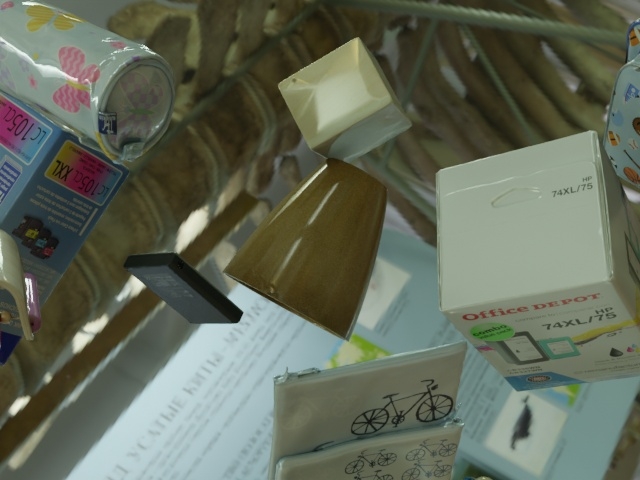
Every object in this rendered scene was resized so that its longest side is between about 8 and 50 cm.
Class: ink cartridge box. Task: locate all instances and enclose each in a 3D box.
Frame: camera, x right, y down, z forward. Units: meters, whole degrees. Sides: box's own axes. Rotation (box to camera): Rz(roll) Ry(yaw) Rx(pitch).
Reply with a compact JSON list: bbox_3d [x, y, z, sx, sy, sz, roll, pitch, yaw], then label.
[{"bbox_3d":[0.282,0.037,1.097,0.270,0.198,0.197,43,-138,-47],"label":"ink cartridge box"},{"bbox_3d":[-0.489,-0.011,1.275,0.395,0.270,0.151,-58,-36,0],"label":"ink cartridge box"}]

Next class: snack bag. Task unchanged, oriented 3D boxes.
[{"bbox_3d":[0.076,0.305,1.376,0.323,0.037,0.342,-8,-54,-19],"label":"snack bag"}]

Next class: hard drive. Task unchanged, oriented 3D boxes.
[{"bbox_3d":[-0.173,0.063,1.142,0.135,0.094,0.022,47,-126,-36],"label":"hard drive"}]

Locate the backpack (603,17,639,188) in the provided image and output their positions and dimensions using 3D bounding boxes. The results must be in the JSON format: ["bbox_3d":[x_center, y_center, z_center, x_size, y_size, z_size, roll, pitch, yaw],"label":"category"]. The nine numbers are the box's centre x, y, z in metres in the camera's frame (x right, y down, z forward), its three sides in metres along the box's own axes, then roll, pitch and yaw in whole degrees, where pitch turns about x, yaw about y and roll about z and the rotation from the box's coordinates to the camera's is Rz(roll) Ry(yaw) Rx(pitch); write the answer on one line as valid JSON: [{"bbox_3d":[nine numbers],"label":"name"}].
[{"bbox_3d":[0.503,-0.160,1.139,0.213,0.263,0.276,-45,-32,-21],"label":"backpack"}]

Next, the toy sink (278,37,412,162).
[{"bbox_3d":[0.046,-0.229,1.514,0.153,0.131,0.234,-29,-9,12],"label":"toy sink"}]

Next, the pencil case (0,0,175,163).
[{"bbox_3d":[-0.284,-0.186,0.978,0.113,0.273,0.124,-36,-34,-43],"label":"pencil case"}]

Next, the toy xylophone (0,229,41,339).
[{"bbox_3d":[-0.454,0.029,0.943,0.236,0.322,0.081,-112,31,-60],"label":"toy xylophone"}]

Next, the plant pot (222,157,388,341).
[{"bbox_3d":[0.000,0.000,1.493,0.254,0.237,0.237,-62,-12,-6],"label":"plant pot"}]

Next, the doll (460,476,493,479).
[{"bbox_3d":[0.165,0.365,1.216,0.189,0.046,0.129,-35,5,36],"label":"doll"}]
